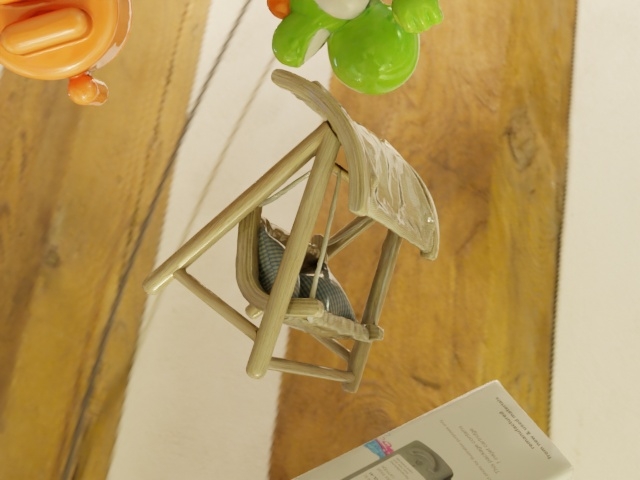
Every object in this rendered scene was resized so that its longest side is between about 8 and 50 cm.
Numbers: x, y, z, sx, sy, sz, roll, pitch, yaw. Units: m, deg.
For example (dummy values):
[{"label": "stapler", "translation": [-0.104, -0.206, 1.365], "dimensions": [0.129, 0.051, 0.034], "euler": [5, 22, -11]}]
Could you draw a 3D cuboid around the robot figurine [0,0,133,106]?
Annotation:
[{"label": "robot figurine", "translation": [-0.236, -0.211, 0.942], "dimensions": [0.128, 0.158, 0.219], "euler": [-55, -171, 7]}]

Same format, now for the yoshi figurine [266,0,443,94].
[{"label": "yoshi figurine", "translation": [0.106, -0.313, 1.212], "dimensions": [0.362, 0.203, 0.203], "euler": [-46, -119, 14]}]

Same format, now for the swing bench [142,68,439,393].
[{"label": "swing bench", "translation": [0.000, 0.000, 1.051], "dimensions": [0.165, 0.253, 0.254], "euler": [35, -86, 24]}]

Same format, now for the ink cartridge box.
[{"label": "ink cartridge box", "translation": [0.071, 0.298, 1.009], "dimensions": [0.306, 0.226, 0.131], "euler": [-22, -129, -25]}]
